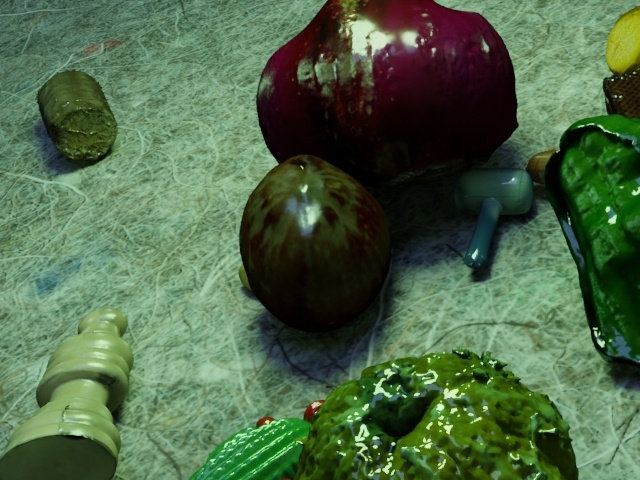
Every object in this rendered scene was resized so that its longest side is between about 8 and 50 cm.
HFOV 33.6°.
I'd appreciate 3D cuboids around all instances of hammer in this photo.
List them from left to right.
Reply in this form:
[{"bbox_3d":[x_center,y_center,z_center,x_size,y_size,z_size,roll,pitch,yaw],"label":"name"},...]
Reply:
[{"bbox_3d":[0.234,-0.028,1.503,0.116,0.069,0.194,1,44,22],"label":"hammer"}]

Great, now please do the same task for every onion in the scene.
[{"bbox_3d":[0.082,-0.282,1.563,0.398,0.420,0.398,-10,7,1],"label":"onion"}]

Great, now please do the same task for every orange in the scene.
[{"bbox_3d":[0.103,0.242,1.052,0.300,0.223,0.301,-10,36,20],"label":"orange"}]

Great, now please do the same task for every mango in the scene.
[{"bbox_3d":[0.538,-0.326,1.746,0.141,0.102,0.217,-54,14,22],"label":"mango"}]

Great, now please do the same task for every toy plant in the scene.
[{"bbox_3d":[-0.067,0.256,1.222,0.154,0.088,0.240,-9,26,37],"label":"toy plant"}]

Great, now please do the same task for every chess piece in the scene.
[{"bbox_3d":[-0.318,0.196,1.401,0.139,0.124,0.307,-47,22,24],"label":"chess piece"}]

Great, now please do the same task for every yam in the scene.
[{"bbox_3d":[-0.466,-0.241,2.040,0.129,0.128,0.238,-54,31,7],"label":"yam"}]

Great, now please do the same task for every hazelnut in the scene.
[{"bbox_3d":[0.000,0.000,1.426,0.218,0.218,0.234,-20,51,-4],"label":"hazelnut"}]

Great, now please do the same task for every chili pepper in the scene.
[{"bbox_3d":[0.410,0.021,1.253,0.167,0.213,0.385,-2,54,-33],"label":"chili pepper"}]

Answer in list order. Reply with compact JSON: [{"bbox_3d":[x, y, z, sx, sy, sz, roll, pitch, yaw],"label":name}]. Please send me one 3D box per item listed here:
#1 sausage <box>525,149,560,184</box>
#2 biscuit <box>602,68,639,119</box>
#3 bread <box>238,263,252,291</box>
[{"bbox_3d":[0.403,-0.099,1.434,0.053,0.053,0.348,-37,21,-26],"label":"sausage"},{"bbox_3d":[0.497,-0.129,1.518,0.107,0.073,0.388,-13,35,9],"label":"biscuit"},{"bbox_3d":[-0.068,0.028,1.558,0.082,0.056,0.115,22,51,42],"label":"bread"}]
